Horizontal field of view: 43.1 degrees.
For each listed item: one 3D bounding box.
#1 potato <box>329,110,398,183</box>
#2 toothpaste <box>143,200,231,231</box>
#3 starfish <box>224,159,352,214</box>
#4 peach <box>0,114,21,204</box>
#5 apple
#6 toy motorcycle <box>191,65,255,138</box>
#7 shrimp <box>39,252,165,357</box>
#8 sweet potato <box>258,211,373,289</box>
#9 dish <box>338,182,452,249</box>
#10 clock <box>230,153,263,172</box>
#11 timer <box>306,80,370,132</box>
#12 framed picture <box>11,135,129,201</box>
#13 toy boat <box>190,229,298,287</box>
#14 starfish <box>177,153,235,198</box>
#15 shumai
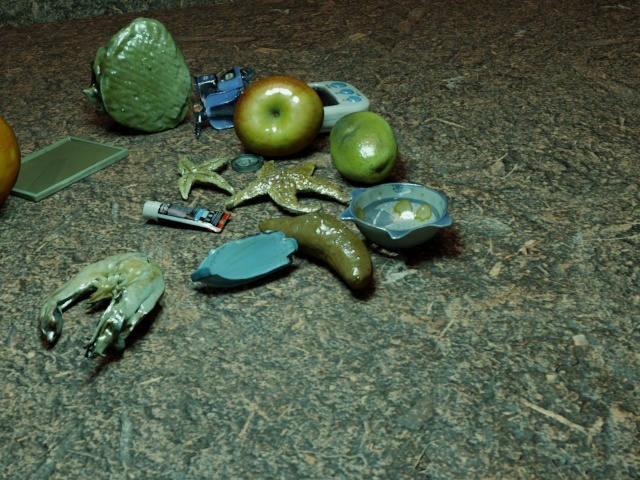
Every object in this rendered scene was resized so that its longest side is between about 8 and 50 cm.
[{"bbox_3d":[0.105,-0.226,1.981,0.169,0.143,0.248,-40,33,13],"label":"potato"},{"bbox_3d":[-0.303,-0.052,1.821,0.194,0.045,0.071,9,40,9],"label":"toothpaste"},{"bbox_3d":[-0.074,-0.140,1.928,0.299,0.060,0.302,-5,29,3],"label":"starfish"},{"bbox_3d":[-0.855,-0.197,1.823,0.302,0.342,0.343,-7,21,42],"label":"peach"},{"bbox_3d":[-0.107,-0.323,2.116,0.235,0.210,0.173,9,8,6],"label":"apple"},{"bbox_3d":[-0.277,-0.408,2.374,0.213,0.125,0.358,-15,28,-3],"label":"toy motorcycle"},{"bbox_3d":[-0.411,0.119,1.501,0.247,0.085,0.360,-13,26,1],"label":"shrimp"},{"bbox_3d":[0.004,-0.001,1.639,0.114,0.092,0.341,-38,41,-21],"label":"sweet potato"},{"bbox_3d":[0.153,-0.034,1.684,0.228,0.086,0.236,-17,32,-20],"label":"dish"},{"bbox_3d":[-0.189,-0.199,2.085,0.085,0.017,0.085,-3,29,2],"label":"clock"},{"bbox_3d":[0.008,-0.380,2.312,0.237,0.087,0.262,-11,30,-14],"label":"timer"},{"bbox_3d":[-0.701,-0.195,2.138,0.241,0.020,0.324,14,35,29],"label":"framed picture"},{"bbox_3d":[-0.155,0.042,1.612,0.215,0.088,0.102,-19,-2,-23],"label":"toy boat"},{"bbox_3d":[-0.289,-0.173,2.022,0.138,0.050,0.247,-6,32,-7],"label":"starfish"},{"bbox_3d":[-0.547,-0.492,2.340,0.292,0.329,0.288,-7,26,-25],"label":"shumai"}]
